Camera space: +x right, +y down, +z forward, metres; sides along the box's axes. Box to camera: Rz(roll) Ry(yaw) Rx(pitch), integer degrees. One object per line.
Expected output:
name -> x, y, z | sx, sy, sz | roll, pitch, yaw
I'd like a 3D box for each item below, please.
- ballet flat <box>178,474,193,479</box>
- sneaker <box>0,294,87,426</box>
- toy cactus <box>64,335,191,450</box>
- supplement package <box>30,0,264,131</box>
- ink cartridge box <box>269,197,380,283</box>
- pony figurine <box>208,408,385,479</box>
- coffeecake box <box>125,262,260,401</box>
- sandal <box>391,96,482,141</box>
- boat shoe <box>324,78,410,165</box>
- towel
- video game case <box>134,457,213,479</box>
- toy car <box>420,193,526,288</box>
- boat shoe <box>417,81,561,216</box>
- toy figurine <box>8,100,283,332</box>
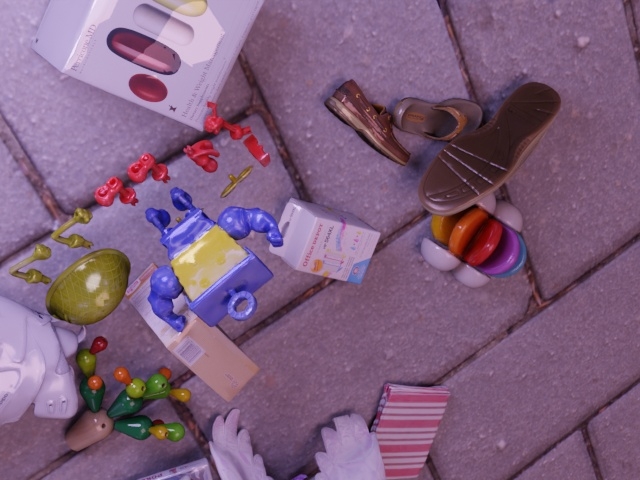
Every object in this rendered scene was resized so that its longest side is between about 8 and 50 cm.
ballet flat -> -0.291, 0.537, 1.598 | 0.139, 0.139, 0.400 | 1, 116, -31
sneaker -> -0.457, 0.240, 1.381 | 0.210, 0.137, 0.365 | 17, 98, -32
toy cactus -> -0.305, 0.241, 1.511 | 0.180, 0.112, 0.219 | -36, 129, 11
supplement package -> -0.218, -0.275, 1.286 | 0.203, 0.149, 0.194 | 20, 100, -36
ink cartridge box -> 0.000, 0.000, 1.571 | 0.143, 0.090, 0.092 | 13, 104, -34
pony figurine -> -0.025, 0.467, 1.646 | 0.303, 0.351, 0.363 | -1, 130, -26
coffeecake box -> -0.187, 0.129, 1.460 | 0.068, 0.185, 0.142 | -46, 125, -5
sandal -> 0.193, -0.190, 1.621 | 0.180, 0.049, 0.072 | 1, 111, -37
boat shoe -> 0.084, -0.178, 1.557 | 0.178, 0.064, 0.060 | 38, 91, -34
towel -> 0.148, 0.350, 1.853 | 0.144, 0.029, 0.197 | 8, 109, -33
video game case -> -0.250, 0.460, 1.650 | 0.183, 0.023, 0.201 | -16, 119, -11
toy car -> 0.272, 0.002, 1.701 | 0.182, 0.136, 0.159 | 29, 94, -36
boat shoe -> 0.275, -0.132, 1.653 | 0.302, 0.109, 0.098 | -44, 158, -19
toy figurine -> -0.176, 0.031, 1.286 | 0.362, 0.217, 0.191 | -39, 154, -3
